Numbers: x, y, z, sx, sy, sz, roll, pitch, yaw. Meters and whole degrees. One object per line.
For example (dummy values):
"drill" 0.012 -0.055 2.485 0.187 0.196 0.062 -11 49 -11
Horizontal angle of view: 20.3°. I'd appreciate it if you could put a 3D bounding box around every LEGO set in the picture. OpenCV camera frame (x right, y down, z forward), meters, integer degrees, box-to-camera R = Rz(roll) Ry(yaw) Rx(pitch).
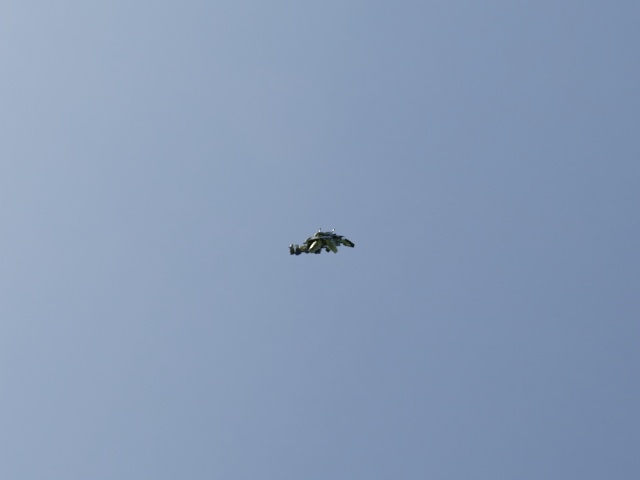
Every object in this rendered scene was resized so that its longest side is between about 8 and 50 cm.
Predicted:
"LEGO set" -0.003 0.000 1.580 0.083 0.054 0.023 -3 -88 52
